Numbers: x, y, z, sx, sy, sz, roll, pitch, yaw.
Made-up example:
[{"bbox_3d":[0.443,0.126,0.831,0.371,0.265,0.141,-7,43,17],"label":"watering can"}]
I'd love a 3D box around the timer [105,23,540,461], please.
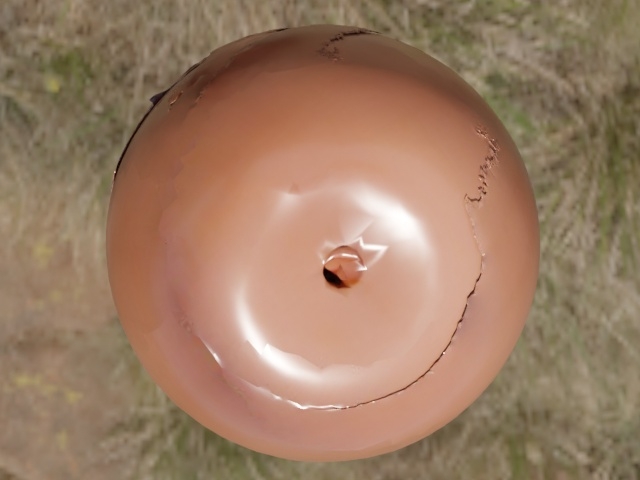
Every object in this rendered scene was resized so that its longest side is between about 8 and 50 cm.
[{"bbox_3d":[0.000,0.000,0.891,0.229,0.215,0.229,-1,99,-7],"label":"timer"}]
